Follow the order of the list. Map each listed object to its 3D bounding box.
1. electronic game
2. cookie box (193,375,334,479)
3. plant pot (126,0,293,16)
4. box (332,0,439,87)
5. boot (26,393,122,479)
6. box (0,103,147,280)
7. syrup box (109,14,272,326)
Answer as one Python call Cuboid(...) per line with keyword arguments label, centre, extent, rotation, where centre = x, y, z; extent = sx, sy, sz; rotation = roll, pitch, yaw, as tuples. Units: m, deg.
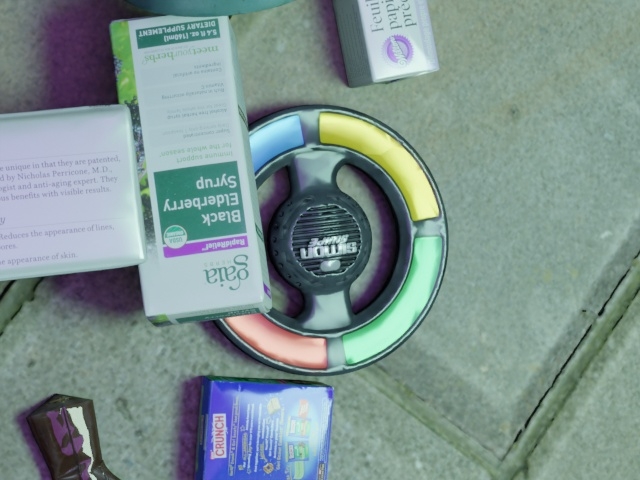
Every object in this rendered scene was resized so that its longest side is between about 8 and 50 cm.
Cuboid(label="electronic game", centre=(0.000, 0.000, 1.382), extent=(0.229, 0.048, 0.229), rotation=(0, 90, -18))
Cuboid(label="cookie box", centre=(-0.048, 0.161, 1.369), extent=(0.107, 0.040, 0.092), rotation=(5, 89, -18))
Cuboid(label="plant pot", centre=(-0.083, -0.291, 1.257), extent=(0.293, 0.293, 0.196), rotation=(-14, 122, -17))
Cuboid(label="box", centre=(0.032, -0.293, 1.384), extent=(0.063, 0.067, 0.324), rotation=(-12, 93, -17))
Cuboid(label="boot", centre=(-0.175, 0.172, 1.334), extent=(0.106, 0.037, 0.114), rotation=(-16, 90, -19))
Cuboid(label="box", centre=(-0.237, -0.029, 1.236), extent=(0.182, 0.181, 0.119), rotation=(-6, 89, -16))
Cuboid(label="syrup box", centre=(-0.101, -0.055, 1.295), extent=(0.093, 0.096, 0.237), rotation=(-8, 81, 1))
